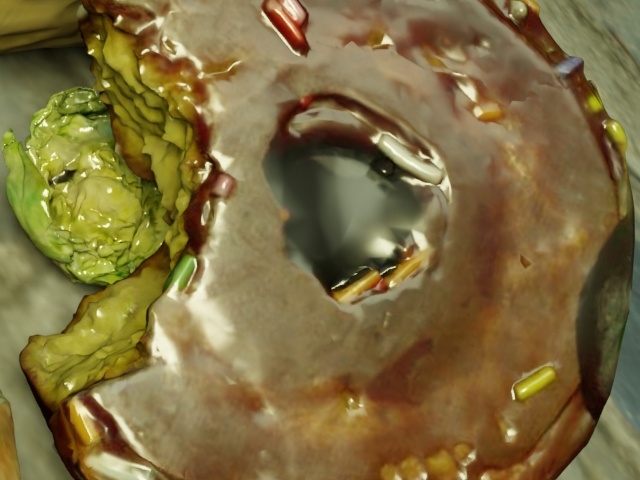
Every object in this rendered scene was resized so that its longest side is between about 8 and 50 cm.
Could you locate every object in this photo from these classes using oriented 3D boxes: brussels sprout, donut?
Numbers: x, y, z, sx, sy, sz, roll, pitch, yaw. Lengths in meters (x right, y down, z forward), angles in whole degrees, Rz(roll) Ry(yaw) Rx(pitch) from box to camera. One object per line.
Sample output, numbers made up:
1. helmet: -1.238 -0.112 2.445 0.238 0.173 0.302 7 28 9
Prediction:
1. brussels sprout: -0.084 -0.020 0.674 0.085 0.058 0.085 5 80 -31
2. donut: 0.000 0.001 0.622 0.216 0.096 0.230 -4 83 -23

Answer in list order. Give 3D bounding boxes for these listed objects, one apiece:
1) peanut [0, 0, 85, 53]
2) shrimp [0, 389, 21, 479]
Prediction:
1. peanut: -0.123 -0.169 0.722 0.192 0.169 0.387 50 28 15
2. shrimp: -0.190 -0.005 0.458 0.247 0.085 0.360 17 42 -54
